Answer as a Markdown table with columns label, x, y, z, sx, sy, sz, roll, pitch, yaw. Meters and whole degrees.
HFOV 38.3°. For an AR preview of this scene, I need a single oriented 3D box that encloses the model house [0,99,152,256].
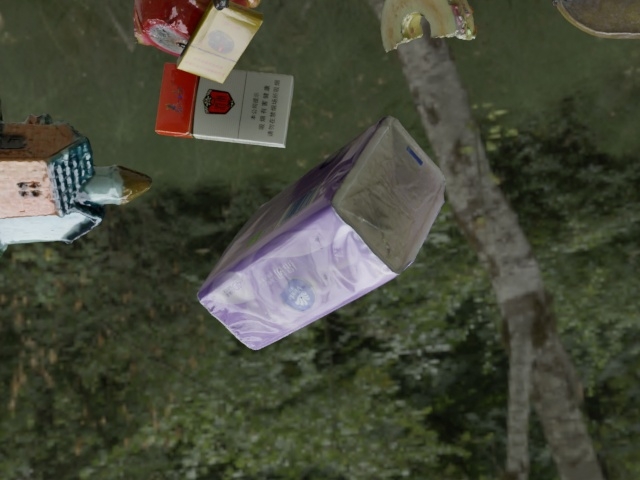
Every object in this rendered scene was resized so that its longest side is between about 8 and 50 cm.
| label | x | y | z | sx | sy | sz | roll | pitch | yaw |
| --- | --- | --- | --- | --- | --- | --- | --- | --- | --- |
| model house | -0.391 | -0.099 | 1.343 | 0.291 | 0.184 | 0.253 | 3 | 136 | -7 |

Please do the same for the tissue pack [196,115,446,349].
| label | x | y | z | sx | sy | sz | roll | pitch | yaw |
| --- | --- | --- | --- | --- | --- | --- | --- | --- | --- |
| tissue pack | 0.000 | 0.000 | 1.349 | 0.338 | 0.160 | 0.242 | -33 | -164 | 44 |

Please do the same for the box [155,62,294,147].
| label | x | y | z | sx | sy | sz | roll | pitch | yaw |
| --- | --- | --- | --- | --- | --- | --- | --- | --- | --- |
| box | -0.178 | -0.253 | 1.720 | 0.245 | 0.138 | 0.035 | 8 | 175 | 3 |

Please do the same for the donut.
| label | x | y | z | sx | sy | sz | roll | pitch | yaw |
| --- | --- | --- | --- | --- | --- | --- | --- | --- | --- |
| donut | 0.157 | -0.344 | 1.374 | 0.065 | 0.108 | 0.166 | -19 | -165 | -39 |

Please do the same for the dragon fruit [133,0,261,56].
| label | x | y | z | sx | sy | sz | roll | pitch | yaw |
| --- | --- | --- | --- | --- | --- | --- | --- | --- | --- |
| dragon fruit | -0.214 | -0.423 | 1.585 | 0.224 | 0.227 | 0.224 | 26 | 166 | 7 |

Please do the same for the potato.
| label | x | y | z | sx | sy | sz | roll | pitch | yaw |
| --- | --- | --- | --- | --- | --- | --- | --- | --- | --- |
| potato | 0.495 | -0.342 | 1.398 | 0.261 | 0.100 | 0.120 | -15 | 171 | 13 |

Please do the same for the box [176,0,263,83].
| label | x | y | z | sx | sy | sz | roll | pitch | yaw |
| --- | --- | --- | --- | --- | --- | --- | --- | --- | --- |
| box | -0.165 | -0.323 | 1.493 | 0.087 | 0.023 | 0.155 | 18 | 139 | -24 |

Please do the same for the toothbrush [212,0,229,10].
| label | x | y | z | sx | sy | sz | roll | pitch | yaw |
| --- | --- | --- | --- | --- | --- | --- | --- | --- | --- |
| toothbrush | -0.164 | -0.494 | 1.349 | 0.041 | 0.363 | 0.041 | -7 | 159 | -2 |
